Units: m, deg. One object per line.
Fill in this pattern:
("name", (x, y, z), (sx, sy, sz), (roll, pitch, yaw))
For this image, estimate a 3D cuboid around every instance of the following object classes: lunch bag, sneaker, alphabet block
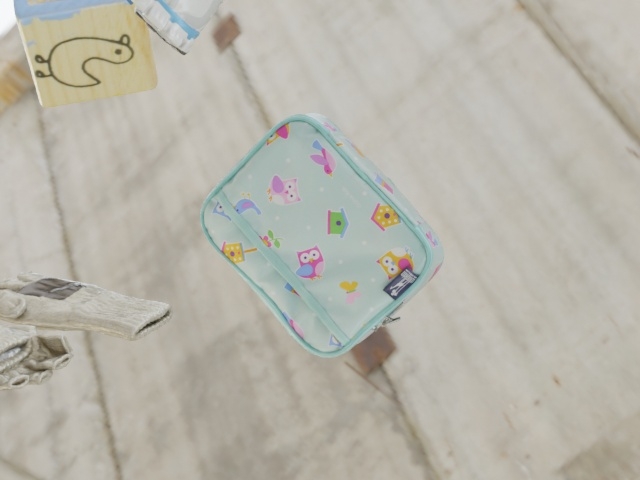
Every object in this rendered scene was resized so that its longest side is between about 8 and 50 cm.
("lunch bag", (0.000, 0.000, 1.605), (0.224, 0.108, 0.279), (-43, -96, 12))
("sneaker", (-0.153, -0.248, 1.072), (0.083, 0.190, 0.071), (-46, -152, -3))
("alphabet block", (-0.361, -0.348, 1.972), (0.192, 0.197, 0.193), (-10, -126, -4))

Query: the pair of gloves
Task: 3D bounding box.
("pair of gloves", (-0.286, 0.081, 1.224), (0.204, 0.042, 0.240), (7, -161, 33))
